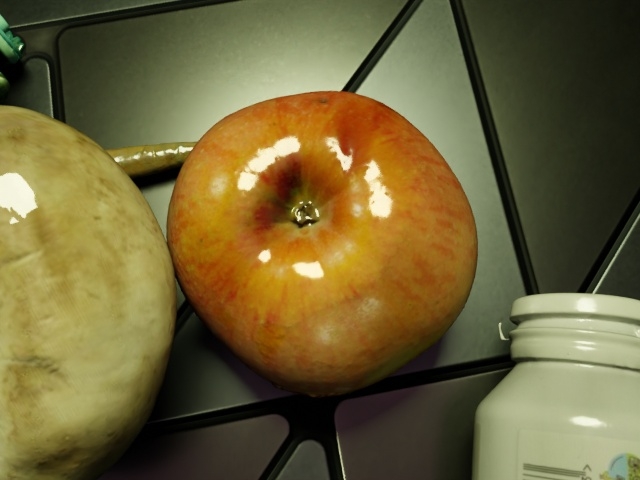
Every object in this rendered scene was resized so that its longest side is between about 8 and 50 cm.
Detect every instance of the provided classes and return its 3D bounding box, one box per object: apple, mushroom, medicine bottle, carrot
[{"bbox_3d":[0.000,0.000,0.443,0.209,0.164,0.210,-1,76,3],"label":"apple"},{"bbox_3d":[-0.201,0.034,0.403,0.184,0.255,0.255,-29,75,-38],"label":"mushroom"},{"bbox_3d":[0.165,0.147,0.419,0.135,0.135,0.215,6,76,2],"label":"medicine bottle"},{"bbox_3d":[-0.203,-0.053,0.520,0.254,0.049,0.049,-9,76,-5],"label":"carrot"}]

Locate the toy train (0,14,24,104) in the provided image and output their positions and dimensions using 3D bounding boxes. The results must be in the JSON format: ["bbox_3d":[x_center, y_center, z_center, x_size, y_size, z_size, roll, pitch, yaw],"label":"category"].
[{"bbox_3d":[-0.328,-0.187,0.492,0.112,0.163,0.203,-42,79,-11],"label":"toy train"}]
